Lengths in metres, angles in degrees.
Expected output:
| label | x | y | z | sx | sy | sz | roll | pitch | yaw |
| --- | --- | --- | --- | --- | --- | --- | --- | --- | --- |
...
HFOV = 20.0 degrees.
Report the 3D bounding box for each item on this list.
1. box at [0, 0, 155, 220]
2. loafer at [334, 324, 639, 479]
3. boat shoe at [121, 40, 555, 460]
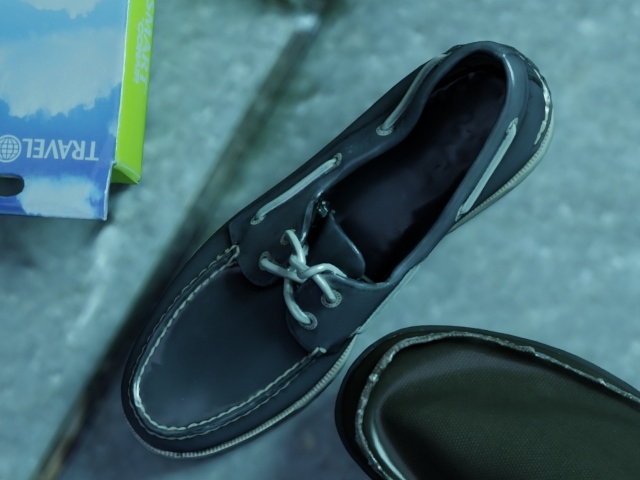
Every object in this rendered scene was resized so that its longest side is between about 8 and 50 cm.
| label | x | y | z | sx | sy | sz | roll | pitch | yaw |
| --- | --- | --- | --- | --- | --- | --- | --- | --- | --- |
| box | -0.120 | -0.094 | 0.720 | 0.109 | 0.042 | 0.178 | 2 | 80 | 11 |
| loafer | 0.106 | 0.087 | 0.627 | 0.220 | 0.078 | 0.080 | 22 | 84 | 13 |
| boat shoe | 0.000 | 0.000 | 0.669 | 0.206 | 0.065 | 0.075 | -42 | 76 | 1 |
